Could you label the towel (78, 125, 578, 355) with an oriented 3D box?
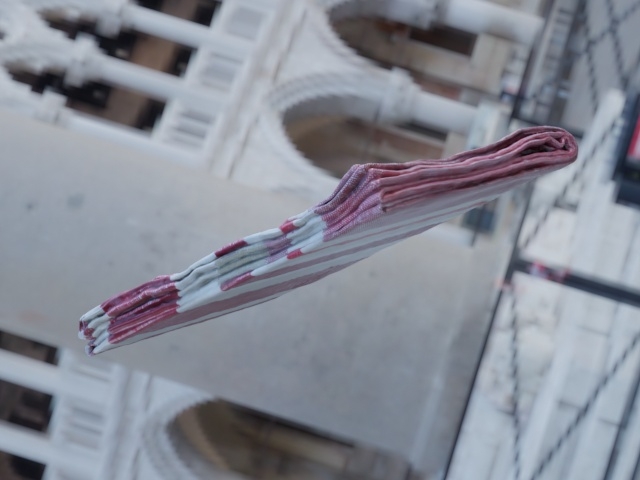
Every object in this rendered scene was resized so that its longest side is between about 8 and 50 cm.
[{"bbox_3d":[0.000,0.000,1.221,0.329,0.037,0.237,-26,-8,41],"label":"towel"}]
